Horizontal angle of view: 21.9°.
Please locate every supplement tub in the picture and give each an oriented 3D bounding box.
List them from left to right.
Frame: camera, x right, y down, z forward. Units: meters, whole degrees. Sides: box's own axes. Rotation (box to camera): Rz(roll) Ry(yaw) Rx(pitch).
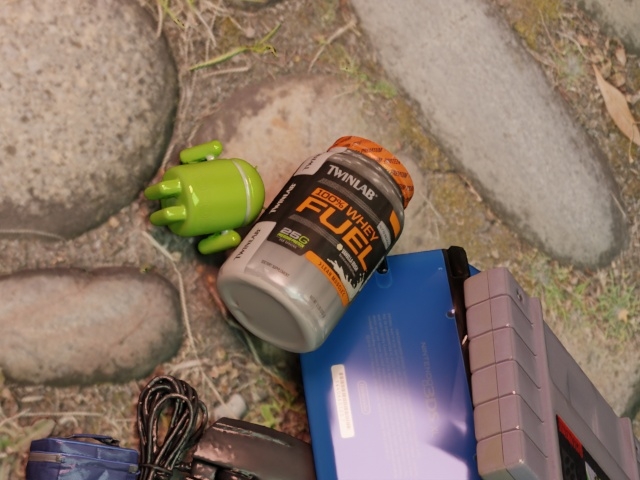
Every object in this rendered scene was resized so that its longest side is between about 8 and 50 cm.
[{"bbox_3d":[0.000,0.000,1.520,0.117,0.117,0.190,46,62,-18],"label":"supplement tub"}]

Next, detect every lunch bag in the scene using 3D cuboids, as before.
[{"bbox_3d":[-0.203,0.200,1.431,0.098,0.067,0.065,11,79,-28],"label":"lunch bag"}]

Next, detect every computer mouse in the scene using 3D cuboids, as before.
[{"bbox_3d":[-0.050,0.242,1.513,0.272,0.072,0.188,19,75,-27],"label":"computer mouse"}]

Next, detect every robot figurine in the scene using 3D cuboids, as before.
[{"bbox_3d":[-0.101,-0.040,1.517,0.115,0.067,0.101,-10,85,-31],"label":"robot figurine"}]

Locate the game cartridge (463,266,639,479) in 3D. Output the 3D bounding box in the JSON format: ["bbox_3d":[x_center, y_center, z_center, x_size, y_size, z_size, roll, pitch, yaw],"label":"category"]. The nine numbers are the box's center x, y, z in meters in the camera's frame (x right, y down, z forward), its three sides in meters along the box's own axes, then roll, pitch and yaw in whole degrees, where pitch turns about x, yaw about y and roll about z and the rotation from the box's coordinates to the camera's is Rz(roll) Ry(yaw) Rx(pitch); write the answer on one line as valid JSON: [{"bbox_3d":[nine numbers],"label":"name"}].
[{"bbox_3d":[0.241,0.212,1.567,0.355,0.068,0.230,49,26,-41],"label":"game cartridge"}]

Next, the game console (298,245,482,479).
[{"bbox_3d":[0.113,0.173,1.589,0.250,0.173,0.293,-8,63,-2],"label":"game console"}]
